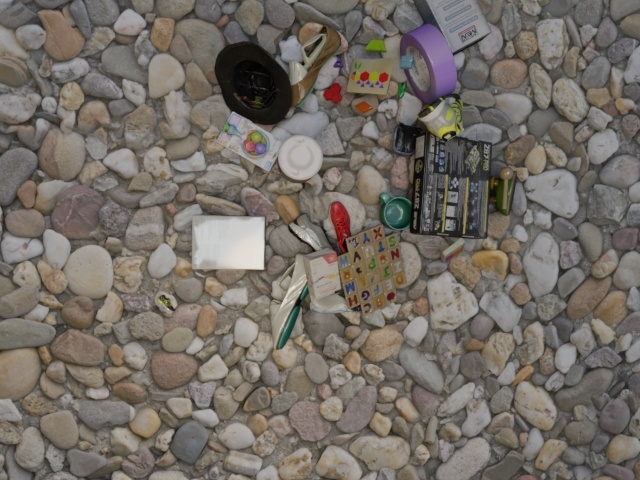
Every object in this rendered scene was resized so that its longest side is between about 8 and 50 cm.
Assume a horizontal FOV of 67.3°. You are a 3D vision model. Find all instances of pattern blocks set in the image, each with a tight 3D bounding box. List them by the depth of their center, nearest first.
[{"bbox_3d":[0.188,-0.633,1.859,0.324,0.026,0.286,21,92,25],"label":"pattern blocks set"}]

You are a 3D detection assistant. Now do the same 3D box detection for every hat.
[{"bbox_3d":[-0.231,-0.610,1.813,0.331,0.331,0.134,29,51,-6],"label":"hat"}]

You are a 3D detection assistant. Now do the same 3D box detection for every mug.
[{"bbox_3d":[0.302,-0.121,1.935,0.129,0.097,0.158,-9,93,-8],"label":"mug"}]

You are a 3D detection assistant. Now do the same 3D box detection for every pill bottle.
[{"bbox_3d":[-0.082,-0.296,1.798,0.160,0.283,0.161,0,93,-5],"label":"pill bottle"}]

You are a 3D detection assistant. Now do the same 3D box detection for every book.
[{"bbox_3d":[0.533,0.045,1.944,0.096,0.144,0.035,-36,72,-1],"label":"book"}]

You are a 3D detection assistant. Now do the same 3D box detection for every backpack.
[{"bbox_3d":[0.339,-0.400,1.931,0.104,0.084,0.115,13,87,-5],"label":"backpack"}]

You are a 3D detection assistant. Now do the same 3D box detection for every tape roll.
[{"bbox_3d":[0.406,-0.668,1.827,0.090,0.275,0.275,-26,95,-4],"label":"tape roll"}]

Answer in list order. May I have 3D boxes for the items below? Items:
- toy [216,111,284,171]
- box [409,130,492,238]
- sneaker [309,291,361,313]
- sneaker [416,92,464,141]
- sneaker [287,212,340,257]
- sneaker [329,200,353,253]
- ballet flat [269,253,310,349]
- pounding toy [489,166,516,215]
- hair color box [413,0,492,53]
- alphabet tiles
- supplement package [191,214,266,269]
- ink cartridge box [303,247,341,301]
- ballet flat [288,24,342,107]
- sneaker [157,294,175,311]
[{"bbox_3d":[-0.274,-0.390,1.890,0.237,0.056,0.137,29,92,-6],"label":"toy"},{"bbox_3d":[0.520,-0.211,1.903,0.317,0.097,0.396,3,89,-19],"label":"box"},{"bbox_3d":[0.069,0.258,1.956,0.236,0.086,0.085,4,64,-17],"label":"sneaker"},{"bbox_3d":[0.470,-0.457,1.821,0.145,0.384,0.147,-31,94,35],"label":"sneaker"},{"bbox_3d":[0.000,0.000,1.918,0.271,0.100,0.108,42,81,-7],"label":"sneaker"},{"bbox_3d":[0.094,-0.049,1.906,0.086,0.128,0.222,-18,95,-4],"label":"sneaker"},{"bbox_3d":[-0.125,0.232,1.916,0.139,0.139,0.401,26,86,-6],"label":"ballet flat"},{"bbox_3d":[0.715,-0.199,1.935,0.110,0.236,0.183,11,91,25],"label":"pounding toy"},{"bbox_3d":[0.498,-0.935,1.902,0.185,0.113,0.375,-29,95,-3],"label":"hair color box"},{"bbox_3d":[0.209,0.121,1.918,0.284,0.011,0.343,-21,110,-21],"label":"alphabet tiles"},{"bbox_3d":[-0.341,0.004,1.834,0.262,0.198,0.200,1,92,-5],"label":"supplement package"},{"bbox_3d":[0.010,0.141,1.840,0.115,0.067,0.198,-18,114,-22],"label":"ink cartridge box"},{"bbox_3d":[-0.047,-0.683,1.853,0.343,0.116,0.124,-54,136,-1],"label":"ballet flat"},{"bbox_3d":[-0.607,0.249,1.907,0.083,0.031,0.035,42,88,-6],"label":"sneaker"}]
